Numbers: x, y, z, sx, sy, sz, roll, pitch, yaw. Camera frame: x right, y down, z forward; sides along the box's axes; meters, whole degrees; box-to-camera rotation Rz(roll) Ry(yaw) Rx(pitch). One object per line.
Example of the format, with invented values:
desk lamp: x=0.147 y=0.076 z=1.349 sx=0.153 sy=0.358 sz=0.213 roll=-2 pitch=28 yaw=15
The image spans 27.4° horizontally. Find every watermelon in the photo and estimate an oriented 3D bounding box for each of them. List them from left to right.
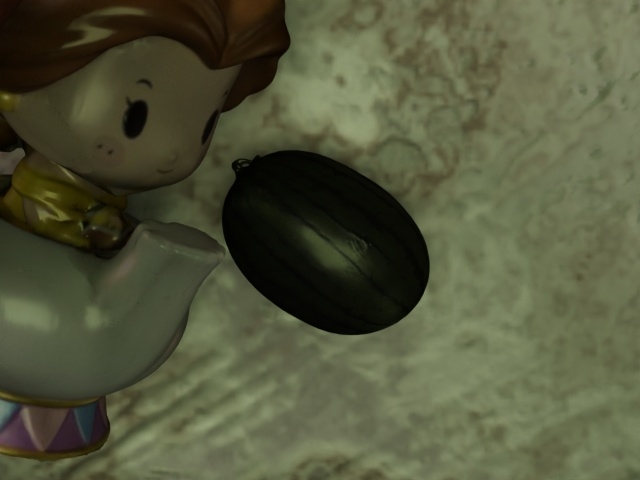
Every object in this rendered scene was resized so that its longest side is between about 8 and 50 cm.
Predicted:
watermelon: x=0.000 y=0.000 z=0.626 sx=0.110 sy=0.078 sz=0.078 roll=32 pitch=98 yaw=0

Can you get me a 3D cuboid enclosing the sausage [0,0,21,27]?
sausage: x=-0.193 y=-0.055 z=0.505 sx=0.094 sy=0.094 sz=0.419 roll=11 pitch=144 yaw=-34

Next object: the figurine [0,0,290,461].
figurine: x=-0.108 y=-0.043 z=0.583 sx=0.189 sy=0.142 sz=0.263 roll=26 pitch=105 yaw=30
